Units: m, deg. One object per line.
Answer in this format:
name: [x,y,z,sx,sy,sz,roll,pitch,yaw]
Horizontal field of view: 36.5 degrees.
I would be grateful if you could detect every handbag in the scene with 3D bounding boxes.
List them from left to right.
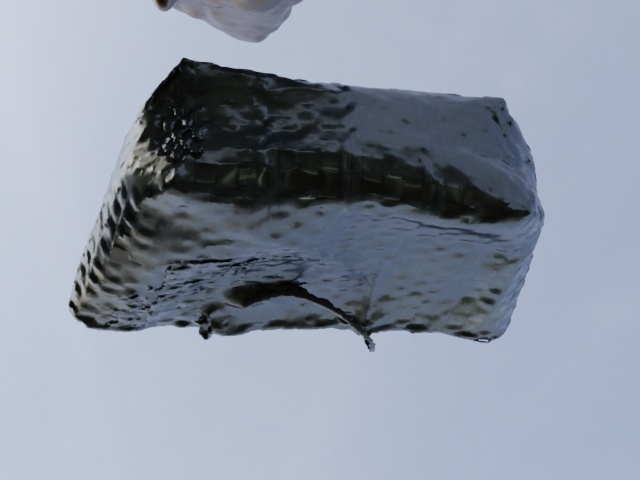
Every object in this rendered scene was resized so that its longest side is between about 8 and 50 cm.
handbag: [0.000,0.000,0.535,0.270,0.088,0.175,4,-42,-11]

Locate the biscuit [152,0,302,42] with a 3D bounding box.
biscuit: [-0.094,-0.360,0.590,0.343,0.166,0.395,21,-93,-18]
